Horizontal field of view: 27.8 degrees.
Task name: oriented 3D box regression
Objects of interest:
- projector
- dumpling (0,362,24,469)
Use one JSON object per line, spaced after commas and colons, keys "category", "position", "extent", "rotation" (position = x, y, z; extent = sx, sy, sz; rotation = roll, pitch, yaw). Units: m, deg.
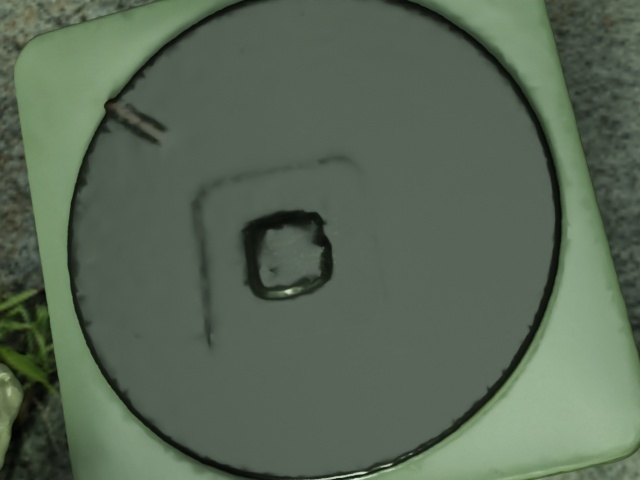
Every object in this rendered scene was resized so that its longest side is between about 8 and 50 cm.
{"category": "projector", "position": [0.000, 0.000, 0.611], "extent": [0.257, 0.079, 0.259], "rotation": [-13, 77, 8]}
{"category": "dumpling", "position": [-0.234, 0.105, 0.629], "extent": [0.181, 0.111, 0.155], "rotation": [-40, 74, -11]}
